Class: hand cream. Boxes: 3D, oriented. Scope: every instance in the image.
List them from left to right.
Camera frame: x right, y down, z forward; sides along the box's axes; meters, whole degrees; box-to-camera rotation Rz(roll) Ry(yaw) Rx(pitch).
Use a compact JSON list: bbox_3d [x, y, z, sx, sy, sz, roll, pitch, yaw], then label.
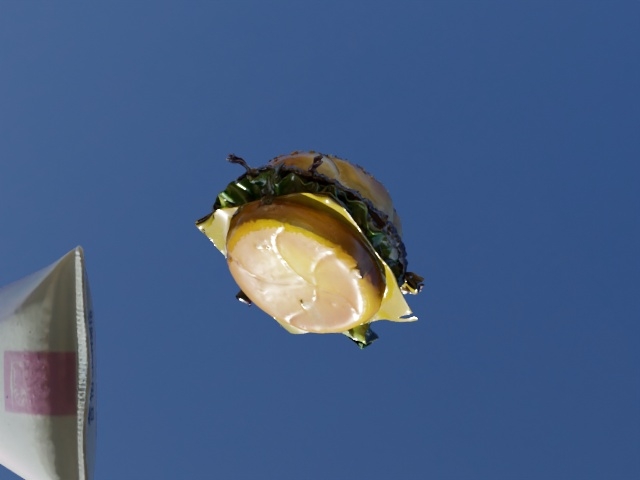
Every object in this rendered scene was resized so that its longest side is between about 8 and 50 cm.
[{"bbox_3d":[-0.230,0.104,1.190,0.358,0.118,0.186,173,-82,-66],"label":"hand cream"}]

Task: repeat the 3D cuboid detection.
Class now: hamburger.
[{"bbox_3d":[0.000,0.003,1.246,0.164,0.190,0.093,1,-139,31],"label":"hamburger"}]
